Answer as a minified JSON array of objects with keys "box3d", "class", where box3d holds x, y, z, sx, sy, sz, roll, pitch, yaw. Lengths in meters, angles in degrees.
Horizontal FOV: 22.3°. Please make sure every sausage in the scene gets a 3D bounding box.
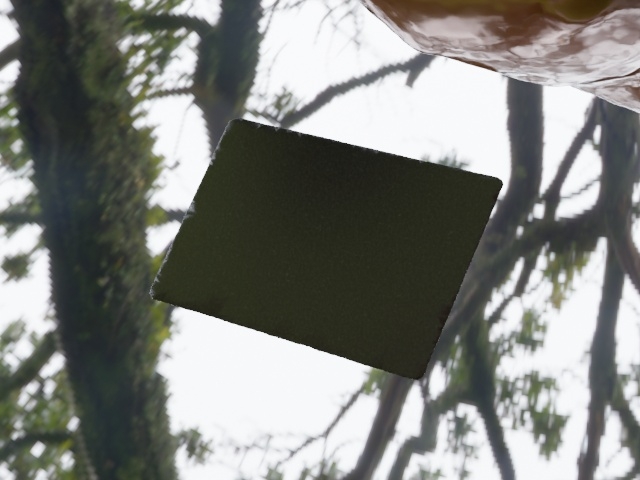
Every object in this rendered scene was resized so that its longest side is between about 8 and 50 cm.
[{"box3d":[0.154,-0.079,0.567,0.097,0.348,0.094,-14,-112,52],"class":"sausage"}]

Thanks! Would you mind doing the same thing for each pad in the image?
[{"box3d":[0.000,0.000,1.046,0.211,0.003,0.143,16,-106,30],"class":"pad"}]
